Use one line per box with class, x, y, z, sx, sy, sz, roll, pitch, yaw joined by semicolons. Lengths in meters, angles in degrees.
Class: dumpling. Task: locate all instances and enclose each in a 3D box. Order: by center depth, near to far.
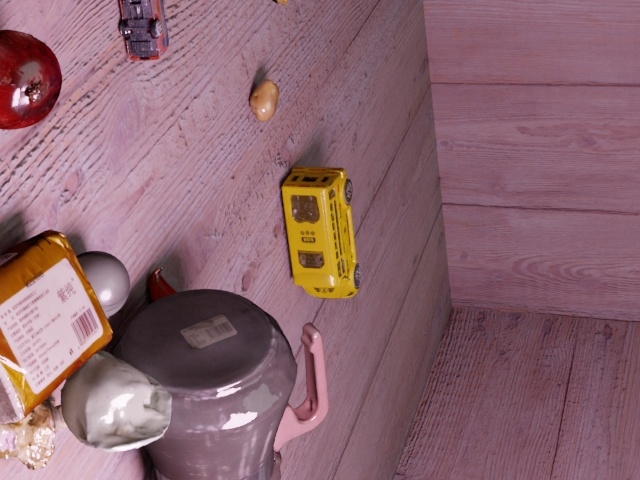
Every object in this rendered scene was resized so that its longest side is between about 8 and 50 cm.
dumpling;-0.286;0.211;1.438;0.219;0.153;0.108;-117;-160;-52

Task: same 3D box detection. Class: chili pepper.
chili pepper;-0.215;0.175;1.901;0.368;0.092;0.137;57;30;-63

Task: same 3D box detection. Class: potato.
potato;-0.114;-0.289;2.135;0.083;0.062;0.068;-57;-172;0

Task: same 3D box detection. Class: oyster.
oyster;-0.394;0.232;1.420;0.191;0.081;0.163;-11;99;-74

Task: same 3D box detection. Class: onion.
onion;-0.388;-0.201;1.291;0.131;0.131;0.131;4;90;-71

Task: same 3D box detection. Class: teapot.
teapot;-0.157;0.279;1.733;0.376;0.305;0.361;-21;133;-25

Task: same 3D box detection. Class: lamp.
lamp;-0.333;0.065;1.519;0.105;0.105;0.105;4;90;-71

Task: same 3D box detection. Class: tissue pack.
tissue pack;-0.384;0.109;1.344;0.183;0.092;0.226;65;29;-14

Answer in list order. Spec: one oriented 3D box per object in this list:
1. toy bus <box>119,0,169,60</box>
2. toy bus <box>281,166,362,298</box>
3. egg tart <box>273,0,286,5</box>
toy bus;-0.283;-0.386;1.636;0.077;0.065;0.192;-64;152;-62
toy bus;0.000;0.000;2.388;0.152;0.144;0.330;-53;141;-57
egg tart;-0.193;-0.531;1.561;0.443;0.178;0.443;59;1;-2
